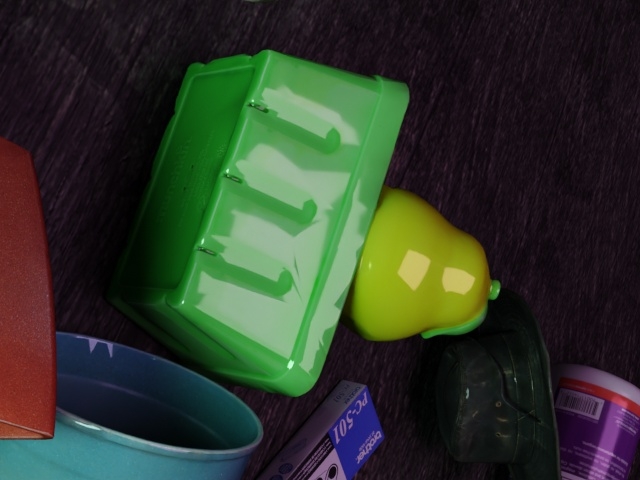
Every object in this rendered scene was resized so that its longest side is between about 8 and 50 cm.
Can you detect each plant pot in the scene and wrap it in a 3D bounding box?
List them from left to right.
[{"bbox_3d":[-0.371,0.014,1.023,0.267,0.267,0.236,31,61,-49],"label":"plant pot"},{"bbox_3d":[-0.226,0.255,1.246,0.271,0.271,0.255,10,104,-51],"label":"plant pot"}]

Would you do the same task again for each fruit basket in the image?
[{"bbox_3d":[0.000,0.000,1.436,0.392,0.283,0.392,-1,91,-37],"label":"fruit basket"}]

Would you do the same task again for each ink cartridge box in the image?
[{"bbox_3d":[0.001,0.286,1.681,0.207,0.046,0.097,-46,130,-36],"label":"ink cartridge box"}]

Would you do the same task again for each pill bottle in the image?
[{"bbox_3d":[0.403,0.374,2.086,0.181,0.181,0.323,38,67,-47],"label":"pill bottle"}]

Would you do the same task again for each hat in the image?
[{"bbox_3d":[0.240,0.238,1.864,0.134,0.331,0.331,-10,108,-12],"label":"hat"}]

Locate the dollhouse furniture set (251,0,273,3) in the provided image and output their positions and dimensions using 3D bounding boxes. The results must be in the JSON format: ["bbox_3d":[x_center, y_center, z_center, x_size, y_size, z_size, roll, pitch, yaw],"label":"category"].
[{"bbox_3d":[-0.183,-0.346,0.984,0.394,0.362,0.256,6,92,-23],"label":"dollhouse furniture set"}]
